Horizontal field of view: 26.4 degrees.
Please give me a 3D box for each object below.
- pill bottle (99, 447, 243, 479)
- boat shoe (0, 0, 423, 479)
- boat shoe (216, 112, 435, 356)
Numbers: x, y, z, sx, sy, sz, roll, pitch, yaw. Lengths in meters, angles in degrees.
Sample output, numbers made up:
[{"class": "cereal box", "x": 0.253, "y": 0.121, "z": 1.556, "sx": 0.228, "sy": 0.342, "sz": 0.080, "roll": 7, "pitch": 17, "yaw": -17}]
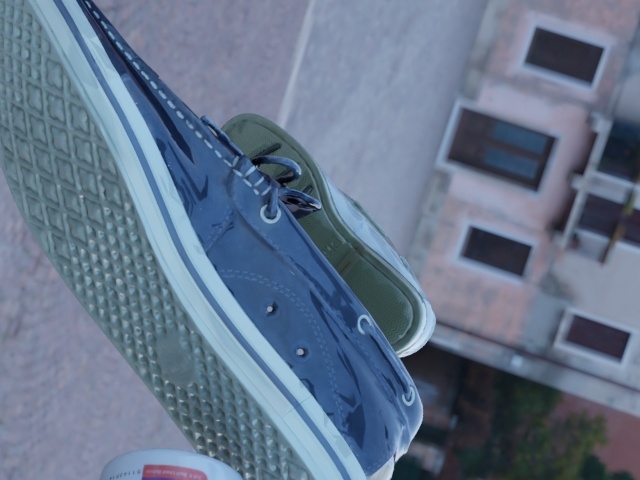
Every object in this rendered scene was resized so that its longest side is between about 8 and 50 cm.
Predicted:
[{"class": "pill bottle", "x": -0.113, "y": 0.251, "z": 0.935, "sx": 0.108, "sy": 0.108, "sz": 0.193, "roll": 99, "pitch": -3, "yaw": -56}, {"class": "boat shoe", "x": -0.094, "y": -0.001, "z": 1.052, "sx": 0.156, "sy": 0.500, "sz": 0.187, "roll": -36, "pitch": -178, "yaw": -37}, {"class": "boat shoe", "x": 0.000, "y": 0.000, "z": 1.393, "sx": 0.113, "sy": 0.302, "sz": 0.103, "roll": -41, "pitch": 163, "yaw": 9}]
